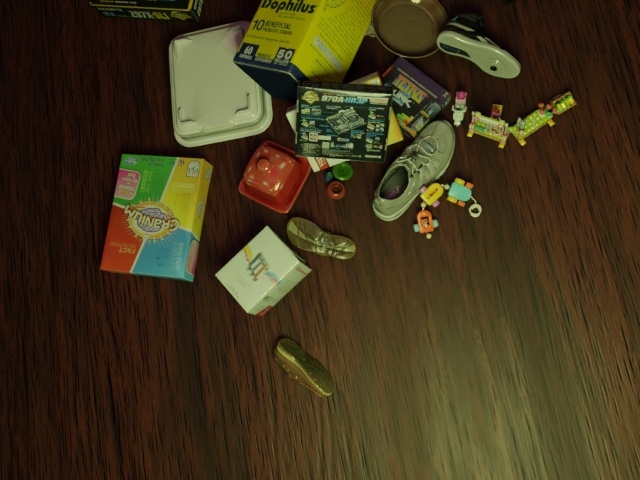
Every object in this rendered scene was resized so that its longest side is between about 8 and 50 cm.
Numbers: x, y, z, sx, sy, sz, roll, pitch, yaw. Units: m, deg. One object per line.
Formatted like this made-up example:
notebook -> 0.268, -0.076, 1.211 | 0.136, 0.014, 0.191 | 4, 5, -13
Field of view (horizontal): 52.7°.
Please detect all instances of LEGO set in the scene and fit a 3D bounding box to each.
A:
LEGO set -> 0.454, -0.297, 1.517 | 0.287, 0.107, 0.132 | 0, 79, 13

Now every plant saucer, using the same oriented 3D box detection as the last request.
plant saucer -> 0.224, -0.543, 1.637 | 0.198, 0.036, 0.198 | 2, 76, -7

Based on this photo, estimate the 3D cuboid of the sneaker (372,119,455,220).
sneaker -> 0.227, -0.171, 1.539 | 0.105, 0.115, 0.281 | 34, 87, 17

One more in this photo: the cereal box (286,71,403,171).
cereal box -> 0.059, -0.283, 1.565 | 0.240, 0.173, 0.047 | -20, 30, 15

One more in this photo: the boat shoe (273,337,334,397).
boat shoe -> -0.042, 0.310, 1.534 | 0.178, 0.064, 0.060 | 41, 120, 19

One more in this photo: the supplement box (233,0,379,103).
supplement box -> -0.025, -0.538, 1.611 | 0.194, 0.195, 0.356 | 21, 83, 35

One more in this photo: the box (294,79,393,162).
box -> 0.052, -0.276, 1.509 | 0.220, 0.051, 0.175 | 4, 123, 1

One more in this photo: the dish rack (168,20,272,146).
dish rack -> -0.281, -0.433, 1.737 | 0.285, 0.072, 0.333 | -9, 78, 10

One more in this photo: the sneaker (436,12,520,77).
sneaker -> 0.404, -0.492, 1.587 | 0.217, 0.079, 0.121 | 26, 63, 2

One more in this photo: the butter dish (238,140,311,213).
butter dish -> -0.127, -0.173, 1.620 | 0.160, 0.118, 0.160 | 26, 86, 17

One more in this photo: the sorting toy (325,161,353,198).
sorting toy -> 0.041, -0.148, 1.622 | 0.061, 0.042, 0.102 | 21, 71, 1

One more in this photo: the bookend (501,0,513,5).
bookend -> 0.430, -0.653, 1.617 | 0.157, 0.072, 0.156 | -27, 74, 7

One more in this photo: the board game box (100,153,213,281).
board game box -> -0.428, -0.062, 1.694 | 0.242, 0.064, 0.316 | 4, 79, 14

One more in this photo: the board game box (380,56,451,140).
board game box -> 0.217, -0.355, 1.616 | 0.170, 0.048, 0.141 | 42, 91, 17

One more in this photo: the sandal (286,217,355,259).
sandal -> 0.000, 0.000, 1.595 | 0.180, 0.049, 0.072 | 20, 89, 1

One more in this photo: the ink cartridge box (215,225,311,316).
ink cartridge box -> -0.134, 0.077, 1.564 | 0.176, 0.128, 0.127 | -43, 72, 1

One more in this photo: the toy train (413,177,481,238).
toy train -> 0.292, -0.083, 1.546 | 0.166, 0.046, 0.125 | -17, 100, -1

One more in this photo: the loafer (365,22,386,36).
loafer -> 0.119, -0.554, 1.687 | 0.125, 0.045, 0.039 | 41, 106, 24

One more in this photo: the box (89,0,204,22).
box -> -0.476, -0.764, 1.848 | 0.322, 0.079, 0.257 | 9, 82, 14
